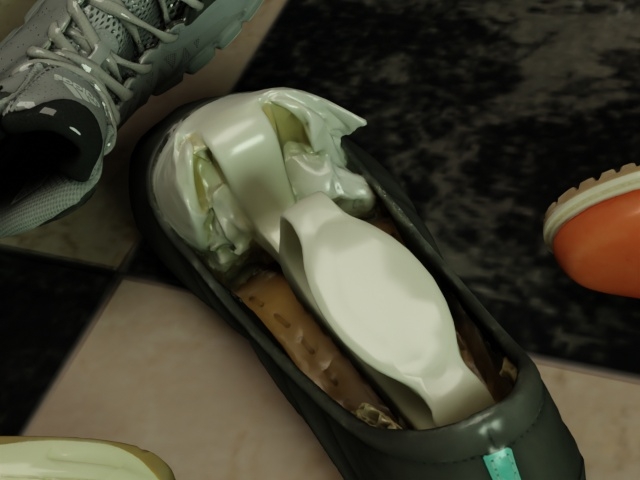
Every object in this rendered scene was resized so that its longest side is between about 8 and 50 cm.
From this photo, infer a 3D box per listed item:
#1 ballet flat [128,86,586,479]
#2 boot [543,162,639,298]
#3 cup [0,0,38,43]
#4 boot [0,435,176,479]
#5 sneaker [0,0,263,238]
[{"bbox_3d":[0.000,0.000,0.464,0.095,0.096,0.280,-33,49,-13],"label":"ballet flat"},{"bbox_3d":[0.153,0.018,0.434,0.157,0.059,0.085,5,56,18],"label":"boot"},{"bbox_3d":[-0.188,-0.262,0.615,0.331,0.237,0.331,-1,46,1],"label":"cup"},{"bbox_3d":[-0.148,0.144,0.375,0.213,0.077,0.165,0,49,-8],"label":"boot"},{"bbox_3d":[-0.081,-0.077,0.507,0.229,0.086,0.132,-48,21,7],"label":"sneaker"}]
